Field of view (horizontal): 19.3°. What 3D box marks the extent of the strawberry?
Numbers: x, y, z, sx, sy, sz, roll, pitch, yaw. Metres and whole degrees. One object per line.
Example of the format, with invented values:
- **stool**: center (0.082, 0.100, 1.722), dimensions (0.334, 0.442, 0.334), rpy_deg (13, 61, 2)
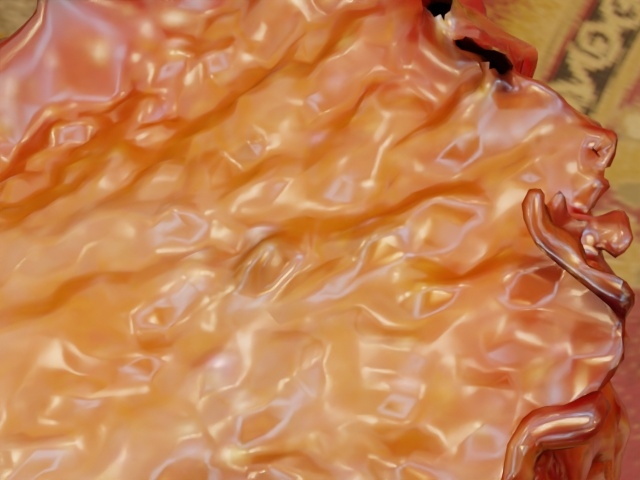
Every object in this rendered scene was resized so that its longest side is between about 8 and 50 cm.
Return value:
- **strawberry**: center (-0.023, 0.056, 0.436), dimensions (0.234, 0.178, 0.234), rpy_deg (-15, 49, 17)
